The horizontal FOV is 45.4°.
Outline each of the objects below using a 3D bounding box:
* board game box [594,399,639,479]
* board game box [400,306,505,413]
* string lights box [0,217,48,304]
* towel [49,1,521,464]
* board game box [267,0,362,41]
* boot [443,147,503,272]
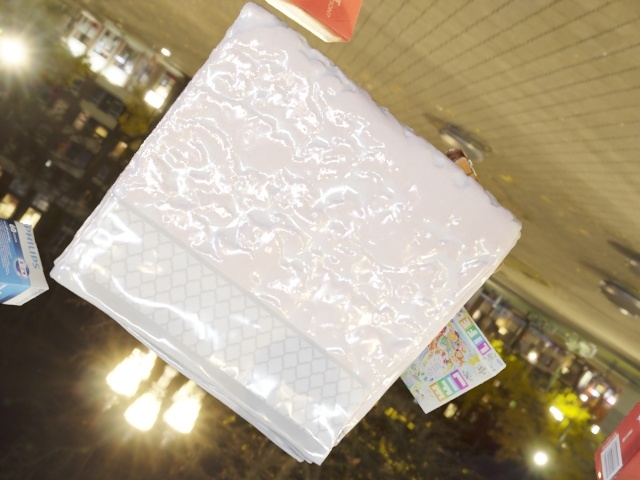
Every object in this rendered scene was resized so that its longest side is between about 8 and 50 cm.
[{"bbox_3d":[0.294,0.104,0.357,0.281,0.027,0.145,10,140,2],"label":"board game box"},{"bbox_3d":[0.151,0.148,0.968,0.103,0.026,0.154,55,142,11],"label":"board game box"},{"bbox_3d":[-0.582,0.024,1.258,0.259,0.076,0.133,21,-136,-63],"label":"string lights box"},{"bbox_3d":[-0.029,0.005,0.714,0.332,0.317,0.053,38,-177,-9],"label":"towel"},{"bbox_3d":[-0.035,-0.513,1.287,0.064,0.242,0.316,14,176,44],"label":"board game box"},{"bbox_3d":[0.208,-0.040,1.111,0.197,0.073,0.152,-81,-26,-65],"label":"boot"}]
